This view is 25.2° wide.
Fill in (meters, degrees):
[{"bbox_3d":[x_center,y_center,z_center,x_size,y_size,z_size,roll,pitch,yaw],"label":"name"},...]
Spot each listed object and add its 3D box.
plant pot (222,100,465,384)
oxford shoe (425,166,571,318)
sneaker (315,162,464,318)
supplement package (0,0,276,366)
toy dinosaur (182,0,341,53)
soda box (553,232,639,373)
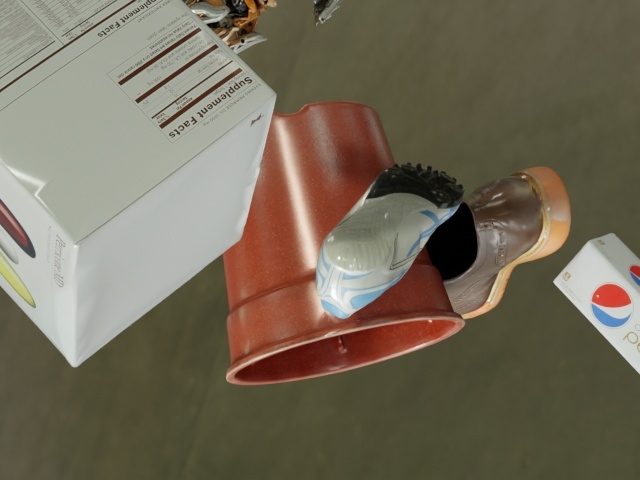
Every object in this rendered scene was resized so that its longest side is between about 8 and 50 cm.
[{"bbox_3d":[0.000,0.000,1.618,0.272,0.272,0.265,-32,67,55],"label":"plant pot"},{"bbox_3d":[0.162,0.013,1.737,0.364,0.132,0.130,126,129,-60],"label":"oxford shoe"},{"bbox_3d":[0.066,-0.006,1.424,0.237,0.085,0.086,-40,-23,-47],"label":"sneaker"},{"bbox_3d":[-0.158,-0.069,0.866,0.149,0.203,0.194,-39,-14,-23],"label":"supplement package"},{"bbox_3d":[-0.032,-0.297,1.120,0.322,0.218,0.164,-57,15,-16],"label":"toy dinosaur"},{"bbox_3d":[0.375,0.094,1.649,0.216,0.069,0.074,48,123,20],"label":"soda box"}]
